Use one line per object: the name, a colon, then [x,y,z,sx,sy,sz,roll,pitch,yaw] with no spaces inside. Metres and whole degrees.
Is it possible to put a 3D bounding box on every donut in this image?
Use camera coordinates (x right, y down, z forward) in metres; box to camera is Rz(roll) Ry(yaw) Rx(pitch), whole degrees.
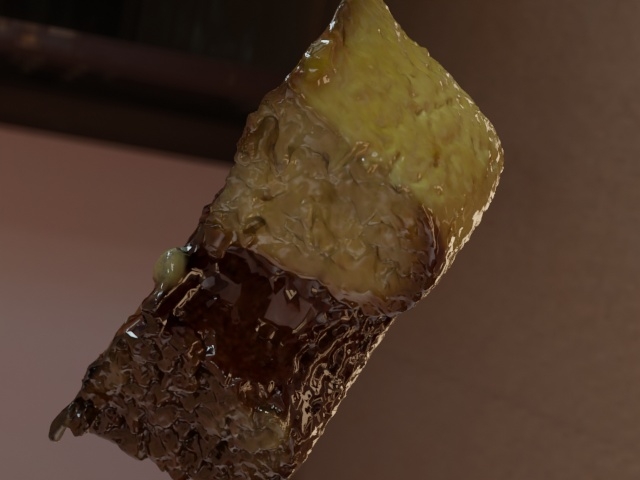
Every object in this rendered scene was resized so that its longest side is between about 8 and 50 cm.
donut: [0.000,-0.002,0.702,0.141,0.085,0.217,-55,0,-38]
